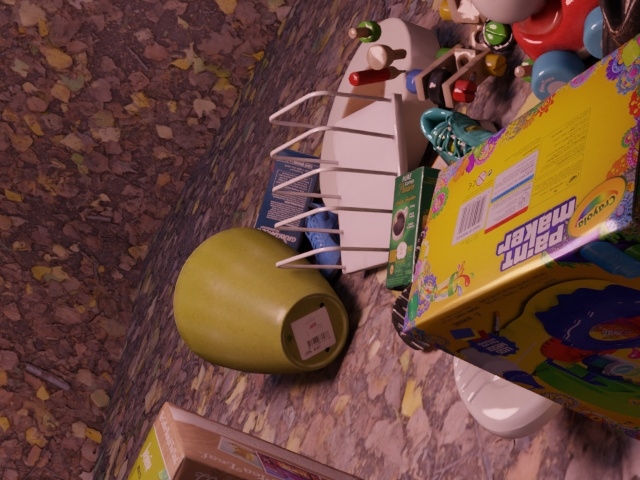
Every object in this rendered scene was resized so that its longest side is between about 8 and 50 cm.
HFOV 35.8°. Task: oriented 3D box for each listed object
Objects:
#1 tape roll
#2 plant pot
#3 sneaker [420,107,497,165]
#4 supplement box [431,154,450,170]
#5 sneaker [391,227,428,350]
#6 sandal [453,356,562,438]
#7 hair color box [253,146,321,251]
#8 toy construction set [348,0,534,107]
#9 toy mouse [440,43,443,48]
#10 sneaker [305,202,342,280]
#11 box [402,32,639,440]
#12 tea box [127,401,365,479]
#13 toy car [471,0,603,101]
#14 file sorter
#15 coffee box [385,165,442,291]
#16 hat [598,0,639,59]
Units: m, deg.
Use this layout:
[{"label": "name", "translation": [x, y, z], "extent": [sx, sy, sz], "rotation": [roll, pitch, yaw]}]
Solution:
[{"label": "tape roll", "translation": [0.106, -0.226, 1.878], "extent": [0.392, 0.072, 0.392], "rotation": [-164, 90, -71]}, {"label": "plant pot", "translation": [-0.080, 0.131, 1.787], "extent": [0.293, 0.274, 0.275], "rotation": [16, 81, 58]}, {"label": "sneaker", "translation": [0.215, -0.131, 1.464], "extent": [0.107, 0.110, 0.275], "rotation": [-61, 19, 12]}, {"label": "supplement box", "translation": [0.199, -0.087, 1.569], "extent": [0.062, 0.036, 0.098], "rotation": [-61, 19, 18]}, {"label": "sneaker", "translation": [0.171, 0.066, 1.406], "extent": [0.094, 0.081, 0.209], "rotation": [-19, -45, -48]}, {"label": "sandal", "translation": [0.238, 0.082, 1.144], "extent": [0.169, 0.102, 0.416], "rotation": [-39, 22, 21]}, {"label": "hair color box", "translation": [-0.092, -0.005, 2.114], "extent": [0.174, 0.105, 0.347], "rotation": [104, -179, -62]}, {"label": "toy construction set", "translation": [0.221, -0.337, 1.598], "extent": [0.308, 0.237, 0.258], "rotation": [-19, 90, 40]}, {"label": "toy mouse", "translation": [0.209, -0.289, 1.822], "extent": [0.143, 0.031, 0.161], "rotation": [-49, 23, 40]}, {"label": "sneaker", "translation": [0.000, 0.000, 1.960], "extent": [0.069, 0.082, 0.209], "rotation": [-52, 23, 30]}, {"label": "box", "translation": [0.272, 0.017, 0.818], "extent": [0.290, 0.279, 0.177], "rotation": [-37, 32, 58]}, {"label": "tea box", "translation": [-0.110, 0.435, 1.279], "extent": [0.324, 0.329, 0.220], "rotation": [-63, 17, 2]}, {"label": "toy car", "translation": [0.290, -0.346, 1.320], "extent": [0.210, 0.238, 0.219], "rotation": [-42, 29, 51]}, {"label": "file sorter", "translation": [0.025, -0.096, 1.669], "extent": [0.193, 0.173, 0.278], "rotation": [-19, 72, 56]}, {"label": "coffee box", "translation": [0.146, -0.016, 1.541], "extent": [0.113, 0.040, 0.184], "rotation": [157, 119, -71]}, {"label": "hat", "translation": [0.367, -0.273, 1.025], "extent": [0.331, 0.134, 0.331], "rotation": [-25, 60, 54]}]
